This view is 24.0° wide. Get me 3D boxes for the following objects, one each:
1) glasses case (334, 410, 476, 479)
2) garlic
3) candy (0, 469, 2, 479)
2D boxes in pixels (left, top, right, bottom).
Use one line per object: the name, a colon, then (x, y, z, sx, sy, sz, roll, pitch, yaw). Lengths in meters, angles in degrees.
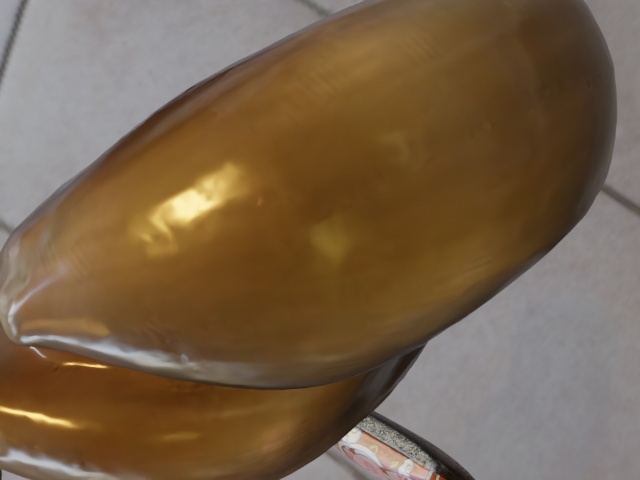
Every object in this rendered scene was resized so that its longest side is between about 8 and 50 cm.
glasses case: (0.090, 0.257, 1.797, 0.266, 0.067, 0.103, 23, 162, 49)
garlic: (-0.001, -0.001, 0.591, 0.132, 0.325, 0.279, 49, 140, 8)
candy: (-0.156, 0.230, 1.121, 0.440, 0.119, 0.119, 21, 121, -4)
